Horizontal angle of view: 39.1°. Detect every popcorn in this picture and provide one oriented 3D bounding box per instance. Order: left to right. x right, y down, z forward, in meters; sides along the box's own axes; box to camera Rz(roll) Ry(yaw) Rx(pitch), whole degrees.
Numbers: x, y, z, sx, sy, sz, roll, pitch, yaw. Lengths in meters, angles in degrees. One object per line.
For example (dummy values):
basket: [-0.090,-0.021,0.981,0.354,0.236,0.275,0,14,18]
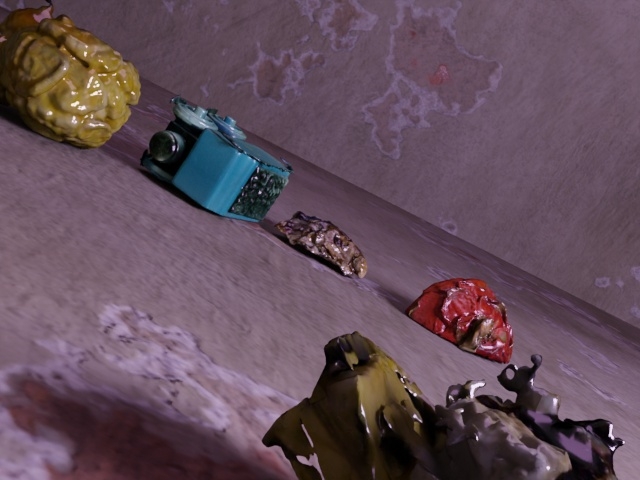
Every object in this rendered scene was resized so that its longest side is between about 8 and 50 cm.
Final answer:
popcorn: [-0.320,-0.207,1.115,0.168,0.173,0.195,0,21,-45]

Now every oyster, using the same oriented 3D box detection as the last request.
oyster: [0.009,0.002,1.232,0.148,0.051,0.103,41,19,17]

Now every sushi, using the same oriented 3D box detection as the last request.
sushi: [0.103,0.143,0.408,0.291,0.131,0.139,39,10,19]

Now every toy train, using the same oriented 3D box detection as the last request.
toy train: [-0.136,-0.101,1.219,0.163,0.112,0.203,37,11,17]

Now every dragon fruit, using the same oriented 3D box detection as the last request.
dragon fruit: [0.205,0.101,1.153,0.162,0.083,0.106,25,11,-33]
